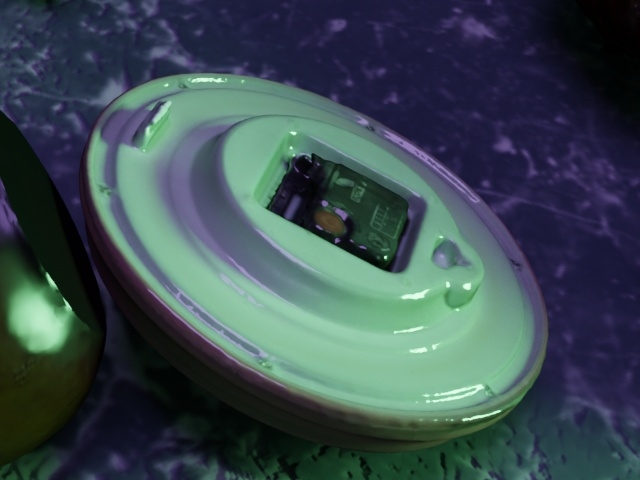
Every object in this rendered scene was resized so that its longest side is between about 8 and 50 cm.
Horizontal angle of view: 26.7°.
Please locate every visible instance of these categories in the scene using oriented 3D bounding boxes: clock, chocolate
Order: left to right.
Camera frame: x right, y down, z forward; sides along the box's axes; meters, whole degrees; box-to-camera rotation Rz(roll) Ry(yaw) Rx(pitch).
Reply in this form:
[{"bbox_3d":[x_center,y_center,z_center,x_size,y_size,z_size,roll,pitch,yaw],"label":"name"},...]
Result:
[{"bbox_3d":[-0.180,0.028,0.561,0.177,0.177,0.177,7,44,-7],"label":"chocolate"},{"bbox_3d":[0.001,-0.001,0.648,0.244,0.056,0.244,22,34,-15],"label":"clock"}]

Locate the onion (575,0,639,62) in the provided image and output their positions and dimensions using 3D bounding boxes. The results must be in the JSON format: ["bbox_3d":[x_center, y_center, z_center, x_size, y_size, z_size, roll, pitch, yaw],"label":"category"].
[{"bbox_3d":[0.276,-0.200,0.848,0.252,0.219,0.252,11,34,-7],"label":"onion"}]
